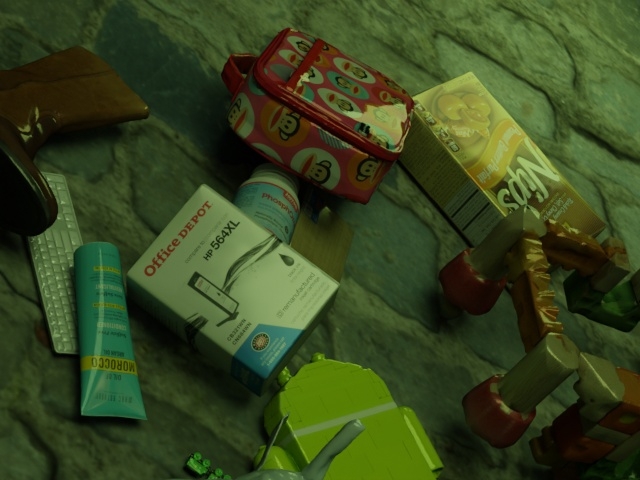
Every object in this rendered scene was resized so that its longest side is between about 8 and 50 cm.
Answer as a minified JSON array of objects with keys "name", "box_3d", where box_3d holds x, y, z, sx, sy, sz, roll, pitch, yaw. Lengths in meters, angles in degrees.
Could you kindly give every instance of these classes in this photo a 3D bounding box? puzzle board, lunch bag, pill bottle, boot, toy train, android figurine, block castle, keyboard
[{"name":"puzzle board","box_3d":[0.000,0.000,1.874,0.096,0.011,0.128,47,37,-25]},{"name":"lunch bag","box_3d":[-0.011,-0.179,1.921,0.258,0.120,0.293,29,23,-3]},{"name":"pill bottle","box_3d":[-0.075,-0.023,1.804,0.087,0.087,0.160,29,43,-12]},{"name":"boot","box_3d":[-0.318,-0.125,1.720,0.264,0.096,0.280,39,33,26]},{"name":"toy train","box_3d":[-0.114,0.265,1.580,0.083,0.017,0.024,38,51,-2]},{"name":"android figurine","box_3d":[0.034,0.250,1.670,0.248,0.056,0.273,-13,63,-42]},{"name":"block castle","box_3d":[0.382,0.173,1.881,0.453,0.213,0.303,19,42,-25]},{"name":"keyboard","box_3d":[-0.301,0.023,1.657,0.072,0.014,0.256,3,54,-34]}]

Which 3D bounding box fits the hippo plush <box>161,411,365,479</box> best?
[{"name":"hippo plush","box_3d":[-0.071,0.355,1.435,0.294,0.234,0.237,-45,117,-34]}]

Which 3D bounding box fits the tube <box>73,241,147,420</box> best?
[{"name":"tube","box_3d":[-0.240,0.103,1.597,0.080,0.052,0.207,7,57,-31]}]

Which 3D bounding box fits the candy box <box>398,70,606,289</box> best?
[{"name":"candy box","box_3d":[0.251,-0.088,2.097,0.316,0.087,0.183,50,42,11]}]

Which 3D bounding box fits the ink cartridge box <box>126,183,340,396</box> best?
[{"name":"ink cartridge box","box_3d":[-0.103,0.057,1.656,0.203,0.086,0.148,36,71,7]}]
